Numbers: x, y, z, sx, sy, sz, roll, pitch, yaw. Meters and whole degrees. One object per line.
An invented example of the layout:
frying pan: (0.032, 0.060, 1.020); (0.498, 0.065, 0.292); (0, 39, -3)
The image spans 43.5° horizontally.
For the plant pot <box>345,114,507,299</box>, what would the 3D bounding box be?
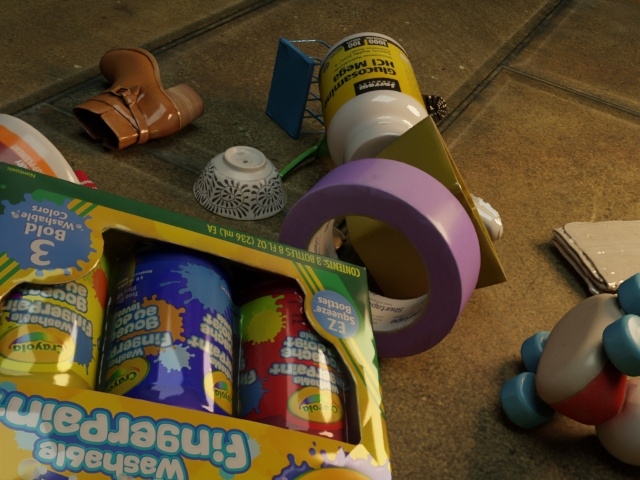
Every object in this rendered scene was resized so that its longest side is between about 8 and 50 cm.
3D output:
plant pot: (0.150, -0.030, 1.272); (0.187, 0.212, 0.212); (-26, 36, 13)

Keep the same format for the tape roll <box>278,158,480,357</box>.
tape roll: (0.080, 0.028, 1.127); (0.274, 0.275, 0.090); (24, 38, 16)

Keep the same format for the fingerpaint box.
fingerpaint box: (-0.157, 0.155, 0.826); (0.444, 0.163, 0.371); (17, 45, -22)

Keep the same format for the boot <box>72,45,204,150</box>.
boot: (-0.397, -0.275, 1.570); (0.283, 0.109, 0.220); (37, 46, 20)

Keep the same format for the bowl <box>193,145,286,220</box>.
bowl: (-0.138, -0.116, 1.428); (0.170, 0.080, 0.170); (9, 36, -6)

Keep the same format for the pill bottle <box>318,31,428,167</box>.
pill bottle: (0.099, -0.225, 1.462); (0.187, 0.188, 0.334); (5, 39, -10)

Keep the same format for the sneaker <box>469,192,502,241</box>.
sneaker: (0.211, -0.044, 1.439); (0.235, 0.090, 0.095); (24, 45, 27)

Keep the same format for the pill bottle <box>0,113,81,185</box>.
pill bottle: (-0.492, 0.029, 0.973); (0.224, 0.224, 0.392); (28, 50, 21)

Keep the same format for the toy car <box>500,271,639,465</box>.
toy car: (0.415, 0.211, 1.089); (0.238, 0.219, 0.210); (47, 39, -2)

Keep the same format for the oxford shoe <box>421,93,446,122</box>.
oxford shoe: (0.153, -0.285, 1.762); (0.227, 0.083, 0.096); (0, 15, -13)

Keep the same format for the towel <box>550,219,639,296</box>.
towel: (0.573, 0.035, 1.458); (0.282, 0.049, 0.187); (-2, 39, -20)

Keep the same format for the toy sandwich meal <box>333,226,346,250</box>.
toy sandwich meal: (0.000, 0.000, 1.356); (0.085, 0.029, 0.086); (6, 40, -5)

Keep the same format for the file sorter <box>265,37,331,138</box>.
file sorter: (-0.028, -0.318, 1.660); (0.104, 0.170, 0.118); (-13, 43, -34)

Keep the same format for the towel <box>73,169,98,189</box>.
towel: (-0.385, 0.006, 1.194); (0.198, 0.031, 0.275); (-22, 55, -32)

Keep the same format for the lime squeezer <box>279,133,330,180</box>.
lime squeezer: (0.038, -0.171, 1.593); (0.310, 0.059, 0.110); (-7, 70, -27)
